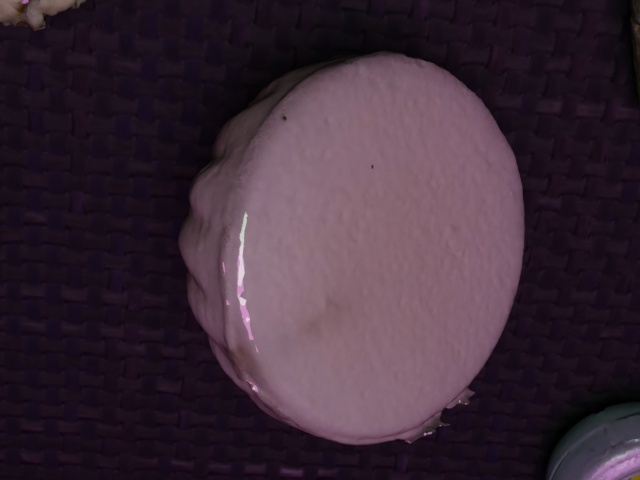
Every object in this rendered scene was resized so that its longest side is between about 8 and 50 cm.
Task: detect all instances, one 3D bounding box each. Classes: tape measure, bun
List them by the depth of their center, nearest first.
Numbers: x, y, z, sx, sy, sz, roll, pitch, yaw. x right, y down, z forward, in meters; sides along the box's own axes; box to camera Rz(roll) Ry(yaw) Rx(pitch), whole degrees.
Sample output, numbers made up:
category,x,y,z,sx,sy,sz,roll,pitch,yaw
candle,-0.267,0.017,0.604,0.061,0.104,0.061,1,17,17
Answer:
category,x,y,z,sx,sy,sz,roll,pitch,yaw
bun,0.000,0.000,0.759,0.263,0.175,0.263,-7,101,-38
tape measure,0.187,0.237,0.913,0.330,0.084,0.164,-19,113,3

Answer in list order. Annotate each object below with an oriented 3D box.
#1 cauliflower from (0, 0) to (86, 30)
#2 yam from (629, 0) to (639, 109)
category,x,y,z,sx,sy,sz,roll,pitch,yaw
cauliflower,-0.181,-0.231,0.569,0.260,0.281,0.327,-11,143,-16
yam,0.249,-0.166,0.740,0.078,0.078,0.179,-12,117,1
